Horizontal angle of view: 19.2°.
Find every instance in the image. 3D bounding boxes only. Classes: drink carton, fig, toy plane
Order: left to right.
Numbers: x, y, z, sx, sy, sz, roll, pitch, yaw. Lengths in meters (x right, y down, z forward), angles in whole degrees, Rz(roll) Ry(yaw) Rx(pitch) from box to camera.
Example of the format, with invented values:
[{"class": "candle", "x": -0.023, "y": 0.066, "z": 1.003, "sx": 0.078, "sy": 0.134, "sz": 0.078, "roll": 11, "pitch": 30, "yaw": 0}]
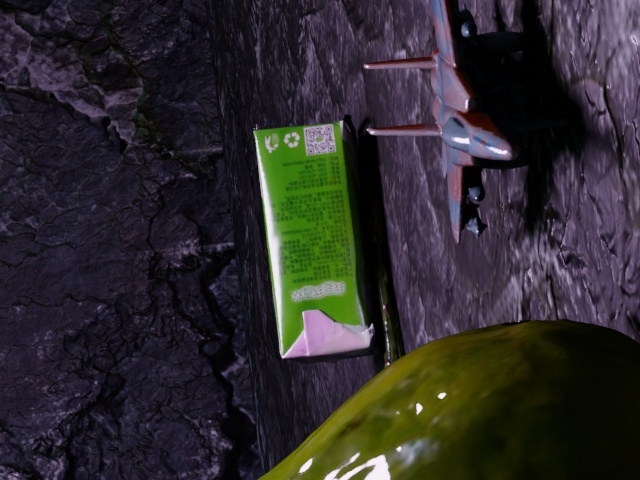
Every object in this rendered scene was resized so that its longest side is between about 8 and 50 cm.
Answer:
[{"class": "drink carton", "x": 0.000, "y": 0.000, "z": 2.115, "sx": 0.161, "sy": 0.108, "sz": 0.271, "roll": 39, "pitch": -137, "yaw": -81}, {"class": "fig", "x": 0.080, "y": 0.142, "z": 1.112, "sx": 0.233, "sy": 0.314, "sz": 0.233, "roll": 18, "pitch": -90, "yaw": -83}, {"class": "toy plane", "x": 0.115, "y": -0.091, "z": 1.357, "sx": 0.326, "sy": 0.104, "sz": 0.223, "roll": -138, "pitch": 43, "yaw": -72}]

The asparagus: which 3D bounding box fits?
[{"class": "asparagus", "x": 0.070, "y": 0.062, "z": 2.046, "sx": 0.023, "sy": 0.022, "sz": 0.233, "roll": -23, "pitch": 64, "yaw": 35}]
